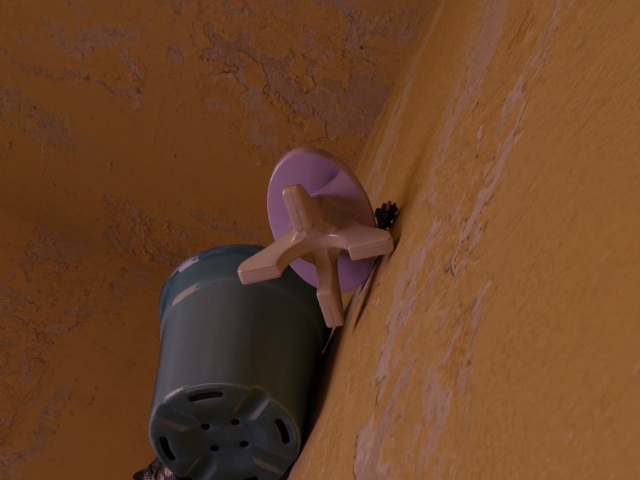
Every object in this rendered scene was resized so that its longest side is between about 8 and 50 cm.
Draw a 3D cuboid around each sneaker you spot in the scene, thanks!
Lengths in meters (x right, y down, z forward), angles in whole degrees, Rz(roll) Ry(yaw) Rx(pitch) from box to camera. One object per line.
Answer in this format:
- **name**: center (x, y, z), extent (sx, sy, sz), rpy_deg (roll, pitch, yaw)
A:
- **sneaker**: center (-0.275, 0.408, 1.604), extent (0.130, 0.087, 0.227), rpy_deg (-33, 15, 16)

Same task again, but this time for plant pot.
- **plant pot**: center (-0.152, 0.236, 1.553), extent (0.334, 0.341, 0.341), rpy_deg (-85, 17, -58)

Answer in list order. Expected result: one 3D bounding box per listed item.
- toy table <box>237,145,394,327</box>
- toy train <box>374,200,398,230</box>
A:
- **toy table**: center (0.000, 0.000, 1.420), extent (0.252, 0.274, 0.161), rpy_deg (-23, 24, 18)
- **toy train**: center (0.095, -0.012, 1.518), extent (0.027, 0.036, 0.158), rpy_deg (-70, 4, -47)
